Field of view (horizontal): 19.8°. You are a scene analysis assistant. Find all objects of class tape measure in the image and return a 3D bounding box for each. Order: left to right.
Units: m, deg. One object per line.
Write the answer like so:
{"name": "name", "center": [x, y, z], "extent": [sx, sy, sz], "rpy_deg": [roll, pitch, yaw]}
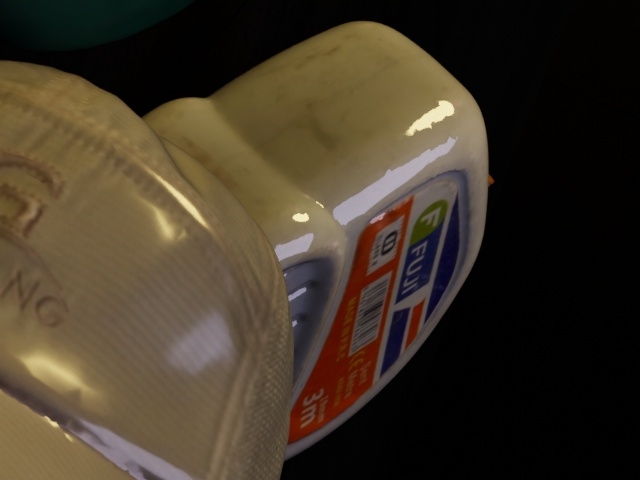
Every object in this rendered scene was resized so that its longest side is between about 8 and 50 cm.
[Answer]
{"name": "tape measure", "center": [-0.031, 0.019, 1.007], "extent": [0.265, 0.130, 0.258], "rpy_deg": [-33, 151, -29]}

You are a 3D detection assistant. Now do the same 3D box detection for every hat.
{"name": "hat", "center": [-0.108, 0.034, 0.476], "extent": [0.275, 0.232, 0.161], "rpy_deg": [-50, 157, -77]}

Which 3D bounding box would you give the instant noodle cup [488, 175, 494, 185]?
{"name": "instant noodle cup", "center": [0.000, 0.000, 1.202], "extent": [0.185, 0.168, 0.168], "rpy_deg": [-61, 171, 10]}

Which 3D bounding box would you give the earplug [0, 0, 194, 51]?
{"name": "earplug", "center": [-0.060, -0.173, 0.579], "extent": [0.280, 0.164, 0.257], "rpy_deg": [-50, -152, -17]}
